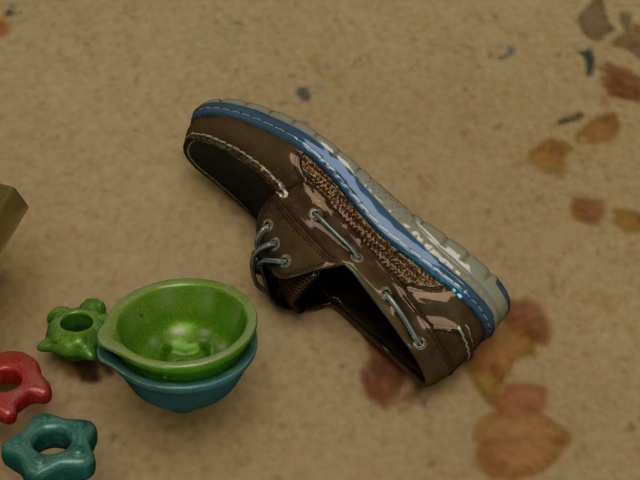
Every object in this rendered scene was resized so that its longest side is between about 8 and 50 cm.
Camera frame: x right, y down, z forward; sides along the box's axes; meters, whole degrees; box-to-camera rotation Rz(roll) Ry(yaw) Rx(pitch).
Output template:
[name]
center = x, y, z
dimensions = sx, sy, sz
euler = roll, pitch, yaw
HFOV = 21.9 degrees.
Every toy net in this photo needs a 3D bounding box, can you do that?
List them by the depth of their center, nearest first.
[toy net]
center = -0.124, 0.087, 0.694
dimensions = 0.122, 0.045, 0.232
euler = 17, 38, 22

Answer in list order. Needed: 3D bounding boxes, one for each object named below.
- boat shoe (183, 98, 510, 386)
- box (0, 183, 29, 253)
[boat shoe]
center = 0.000, 0.000, 0.790
dimensions = 0.183, 0.066, 0.066
euler = 34, 66, 14
[box]
center = -0.245, 0.046, 0.744
dimensions = 0.164, 0.021, 0.201
euler = 11, 59, 26
